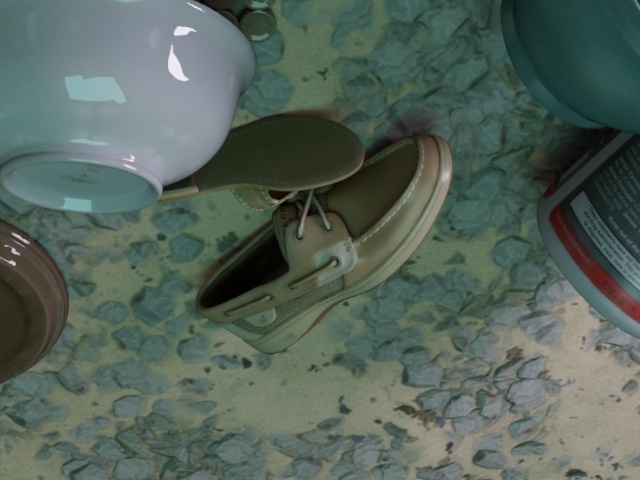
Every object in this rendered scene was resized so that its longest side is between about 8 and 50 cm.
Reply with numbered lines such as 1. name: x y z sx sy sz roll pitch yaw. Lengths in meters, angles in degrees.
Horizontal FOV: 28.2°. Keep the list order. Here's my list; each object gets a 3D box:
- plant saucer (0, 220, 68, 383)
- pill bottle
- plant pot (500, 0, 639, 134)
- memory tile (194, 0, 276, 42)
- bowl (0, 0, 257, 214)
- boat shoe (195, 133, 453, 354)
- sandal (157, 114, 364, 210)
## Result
1. plant saucer: -0.421 0.079 1.412 0.278 0.041 0.278 -4 132 -5
2. pill bottle: 0.413 -0.080 1.289 0.210 0.210 0.363 27 123 -29
3. plant pot: 0.285 -0.212 1.131 0.293 0.293 0.196 22 151 -26
4. memory tile: -0.112 -0.235 1.198 0.148 0.012 0.113 -2 132 -7
5. bowl: -0.207 -0.107 1.129 0.298 0.134 0.298 1 163 0
6. boat shoe: 0.000 0.000 1.354 0.110 0.121 0.341 28 123 -30
7. sandal: -0.071 -0.069 1.324 0.240 0.088 0.079 -7 153 4
